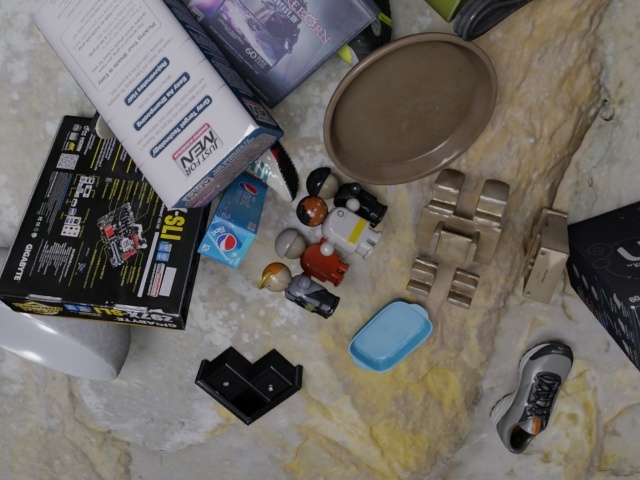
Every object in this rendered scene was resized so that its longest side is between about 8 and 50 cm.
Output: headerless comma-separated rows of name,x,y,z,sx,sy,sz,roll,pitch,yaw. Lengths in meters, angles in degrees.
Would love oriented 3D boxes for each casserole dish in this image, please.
casserole dish,0.139,0.189,1.058,0.114,0.037,0.188,37,112,-16

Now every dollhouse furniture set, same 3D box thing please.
dollhouse furniture set,0.297,-0.003,0.927,0.242,0.161,0.212,17,120,15

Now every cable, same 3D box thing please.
cable,0.288,-0.367,0.723,0.287,0.139,0.072,-34,78,-1

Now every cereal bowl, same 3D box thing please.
cereal bowl,-0.493,0.118,0.936,0.338,0.141,0.339,14,148,9

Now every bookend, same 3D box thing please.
bookend,-0.145,0.279,1.085,0.157,0.072,0.156,-38,110,16

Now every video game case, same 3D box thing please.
video game case,-0.070,-0.315,0.730,0.196,0.026,0.274,42,149,-18

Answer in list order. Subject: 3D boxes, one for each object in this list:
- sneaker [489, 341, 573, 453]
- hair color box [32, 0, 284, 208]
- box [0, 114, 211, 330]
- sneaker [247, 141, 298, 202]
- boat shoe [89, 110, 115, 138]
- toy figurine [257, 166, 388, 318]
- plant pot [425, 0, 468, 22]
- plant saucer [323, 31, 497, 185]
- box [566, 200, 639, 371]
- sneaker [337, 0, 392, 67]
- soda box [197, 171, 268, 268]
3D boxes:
sneaker,0.451,0.329,1.084,0.100,0.108,0.272,16,114,-5
hair color box,-0.230,-0.232,0.742,0.174,0.105,0.347,-39,83,16
box,-0.308,-0.036,0.808,0.257,0.322,0.079,7,153,-4
sneaker,-0.099,-0.133,0.901,0.075,0.057,0.161,-16,117,27
boat shoe,-0.330,-0.202,0.822,0.042,0.133,0.049,2,135,9
toy figurine,0.000,0.000,0.873,0.148,0.209,0.213,31,115,-2
plant pot,0.125,-0.473,0.633,0.293,0.275,0.275,36,112,1
plant saucer,0.136,-0.198,0.811,0.277,0.041,0.278,-10,141,-8
box,0.536,0.065,0.862,0.165,0.270,0.143,-20,114,10
sneaker,-0.037,-0.399,0.741,0.147,0.145,0.385,-16,123,44
soda box,-0.137,-0.043,0.851,0.067,0.210,0.071,26,114,-12
